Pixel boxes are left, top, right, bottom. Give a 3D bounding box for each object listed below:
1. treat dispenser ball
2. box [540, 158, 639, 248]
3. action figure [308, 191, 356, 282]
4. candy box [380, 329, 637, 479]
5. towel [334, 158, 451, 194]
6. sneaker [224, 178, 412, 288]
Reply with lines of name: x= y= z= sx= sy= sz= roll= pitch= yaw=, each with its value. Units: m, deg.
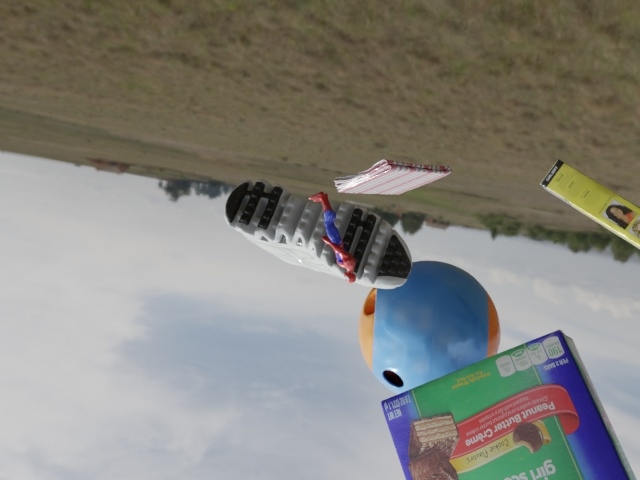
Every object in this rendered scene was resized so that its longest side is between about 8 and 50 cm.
treat dispenser ball: x=0.220 y=0.184 z=1.375 sx=0.288 sy=0.288 sz=0.288 roll=11 pitch=-176 yaw=-1
box: x=0.506 y=-0.055 z=1.181 sx=0.232 sy=0.058 sz=0.087 roll=37 pitch=-169 yaw=23
action figure: x=0.017 y=-0.002 z=0.819 sx=0.030 sy=0.115 sz=0.038 roll=-26 pitch=171 yaw=6
candy box: x=0.257 y=0.314 z=0.862 sx=0.268 sy=0.317 sz=0.122 roll=-28 pitch=157 yaw=21
towel: x=0.141 y=-0.123 z=1.289 sx=0.197 sy=0.029 sz=0.144 roll=-2 pitch=168 yaw=-44
sneaker: x=0.000 y=0.000 z=1.010 sx=0.292 sy=0.110 sz=0.118 roll=22 pitch=157 yaw=15
